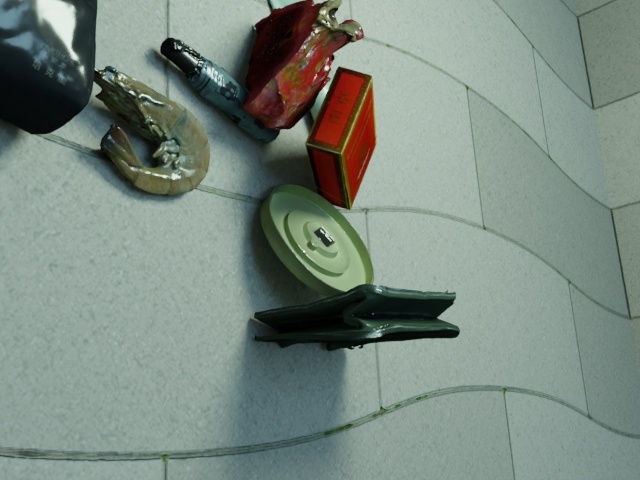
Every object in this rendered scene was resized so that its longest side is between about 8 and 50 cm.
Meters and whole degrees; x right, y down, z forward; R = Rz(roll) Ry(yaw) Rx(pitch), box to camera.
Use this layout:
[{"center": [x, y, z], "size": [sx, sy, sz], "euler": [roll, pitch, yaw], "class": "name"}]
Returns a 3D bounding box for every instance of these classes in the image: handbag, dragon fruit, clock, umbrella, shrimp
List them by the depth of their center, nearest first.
[{"center": [-0.386, -0.308, 0.854], "size": [0.302, 0.177, 0.275], "euler": [29, 56, -42], "class": "handbag"}, {"center": [-0.256, -0.147, 1.055], "size": [0.254, 0.059, 0.145], "euler": [27, 72, -51], "class": "shrimp"}, {"center": [0.059, 0.130, 1.178], "size": [0.247, 0.260, 0.079], "euler": [7, 73, -46], "class": "handbag"}, {"center": [-0.160, -0.241, 1.212], "size": [0.250, 0.053, 0.052], "euler": [36, 41, -37], "class": "umbrella"}, {"center": [-0.018, -0.306, 1.247], "size": [0.134, 0.211, 0.262], "euler": [34, 41, -29], "class": "dragon fruit"}, {"center": [0.000, 0.000, 1.262], "size": [0.235, 0.029, 0.235], "euler": [32, 32, -24], "class": "clock"}]

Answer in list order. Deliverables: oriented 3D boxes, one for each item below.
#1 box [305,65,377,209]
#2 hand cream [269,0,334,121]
[{"center": [0.041, -0.169, 1.289], "size": [0.240, 0.074, 0.153], "euler": [73, 33, -70], "class": "box"}, {"center": [-0.025, -0.351, 1.431], "size": [0.109, 0.067, 0.321], "euler": [-14, 81, -51], "class": "hand cream"}]
